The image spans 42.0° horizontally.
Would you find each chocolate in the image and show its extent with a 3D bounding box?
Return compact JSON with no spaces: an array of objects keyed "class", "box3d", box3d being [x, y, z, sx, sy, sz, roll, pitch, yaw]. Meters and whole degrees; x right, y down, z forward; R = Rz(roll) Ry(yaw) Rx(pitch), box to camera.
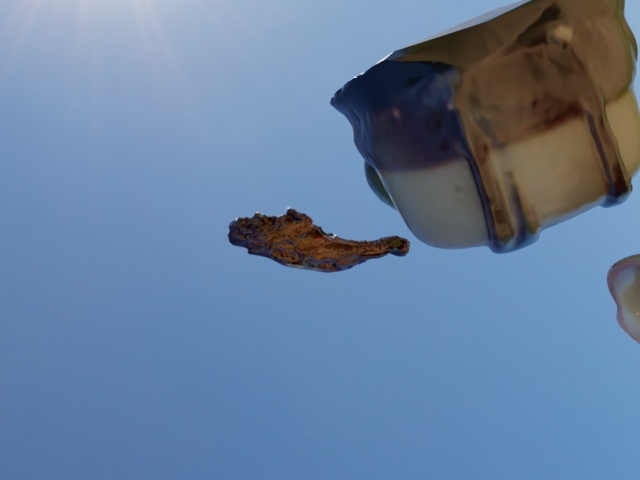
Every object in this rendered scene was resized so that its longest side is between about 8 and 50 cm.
[{"class":"chocolate","box3d":[0.170,-0.091,0.750,0.283,0.283,0.186,-19,-93,-51]}]

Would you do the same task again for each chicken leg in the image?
[{"class":"chicken leg","box3d":[-0.004,0.003,0.942,0.205,0.093,0.053,8,-124,-25]}]

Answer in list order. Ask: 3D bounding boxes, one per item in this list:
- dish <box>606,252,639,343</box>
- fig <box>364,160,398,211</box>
[{"class":"dish","box3d":[0.346,0.040,0.654,0.229,0.229,0.081,41,-117,-33]},{"class":"fig","box3d":[0.175,-0.095,1.156,0.233,0.167,0.167,26,-124,-29]}]
